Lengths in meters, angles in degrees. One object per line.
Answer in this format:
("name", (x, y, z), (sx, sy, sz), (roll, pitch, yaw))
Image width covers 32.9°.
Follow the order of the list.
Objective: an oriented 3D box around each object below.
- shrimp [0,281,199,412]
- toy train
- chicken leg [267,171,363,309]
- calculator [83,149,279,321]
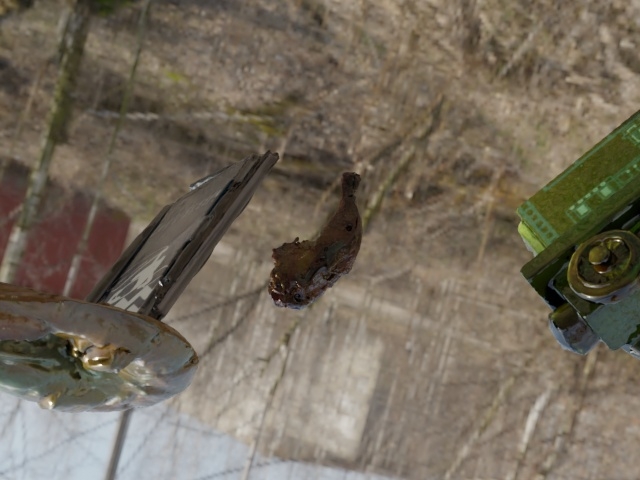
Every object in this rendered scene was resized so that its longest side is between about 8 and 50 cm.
("shrimp", (-0.203, 0.064, 0.737), (0.267, 0.061, 0.145), (27, 144, -30))
("toy train", (0.220, -0.028, 0.674), (0.090, 0.225, 0.137), (45, -171, -35))
("chicken leg", (0.004, 0.003, 0.918), (0.062, 0.145, 0.037), (37, 153, 11))
("calculator", (-0.149, 0.011, 1.049), (0.165, 0.274, 0.028), (-23, 115, 41))
